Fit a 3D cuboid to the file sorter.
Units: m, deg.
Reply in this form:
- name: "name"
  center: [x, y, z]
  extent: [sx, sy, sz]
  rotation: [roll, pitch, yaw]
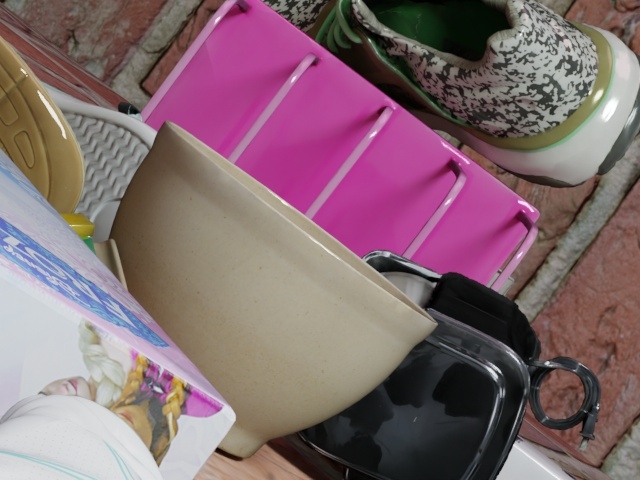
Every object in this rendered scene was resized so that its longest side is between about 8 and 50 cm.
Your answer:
- name: "file sorter"
  center: [-0.007, -0.021, 1.458]
  extent: [0.290, 0.202, 0.182]
  rotation: [37, 5, -2]

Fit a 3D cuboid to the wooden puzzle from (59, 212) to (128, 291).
- name: "wooden puzzle"
  center: [-0.124, 0.008, 0.868]
  extent: [0.078, 0.014, 0.116]
  rotation: [3, 23, -21]

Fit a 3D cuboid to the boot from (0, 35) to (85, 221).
- name: "boot"
  center: [-0.215, -0.088, 1.021]
  extent: [0.262, 0.095, 0.203]
  rotation: [35, 1, 5]

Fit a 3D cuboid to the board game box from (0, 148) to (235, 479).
- name: "board game box"
  center: [-0.213, -0.055, 0.640]
  extent: [0.318, 0.066, 0.318]
  rotation: [35, 3, -34]

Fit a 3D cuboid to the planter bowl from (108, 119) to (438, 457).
- name: "planter bowl"
  center: [-0.041, 0.033, 0.938]
  extent: [0.162, 0.109, 0.162]
  rotation: [37, 3, -2]

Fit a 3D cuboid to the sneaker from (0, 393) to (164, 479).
- name: "sneaker"
  center: [-0.036, 0.101, 0.514]
  extent: [0.152, 0.054, 0.061]
  rotation: [34, 17, 8]

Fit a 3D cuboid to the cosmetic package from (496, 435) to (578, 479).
- name: "cosmetic package"
  center: [0.173, 0.200, 1.415]
  extent: [0.239, 0.060, 0.099]
  rotation: [37, 3, 4]

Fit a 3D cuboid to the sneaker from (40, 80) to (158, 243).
- name: "sneaker"
  center: [-0.108, -0.025, 1.177]
  extent: [0.256, 0.094, 0.151]
  rotation: [36, 7, 37]

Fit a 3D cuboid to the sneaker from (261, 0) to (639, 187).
- name: "sneaker"
  center: [0.066, -0.174, 1.573]
  extent: [0.410, 0.158, 0.182]
  rotation: [15, -19, 43]

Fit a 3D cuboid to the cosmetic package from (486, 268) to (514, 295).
- name: "cosmetic package"
  center: [0.000, 0.000, 1.720]
  extent: [0.296, 0.153, 0.129]
  rotation: [36, 4, 24]

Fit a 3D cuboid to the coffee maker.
- name: "coffee maker"
  center: [0.073, 0.077, 1.087]
  extent: [0.171, 0.120, 0.178]
  rotation: [1, 8, 5]
